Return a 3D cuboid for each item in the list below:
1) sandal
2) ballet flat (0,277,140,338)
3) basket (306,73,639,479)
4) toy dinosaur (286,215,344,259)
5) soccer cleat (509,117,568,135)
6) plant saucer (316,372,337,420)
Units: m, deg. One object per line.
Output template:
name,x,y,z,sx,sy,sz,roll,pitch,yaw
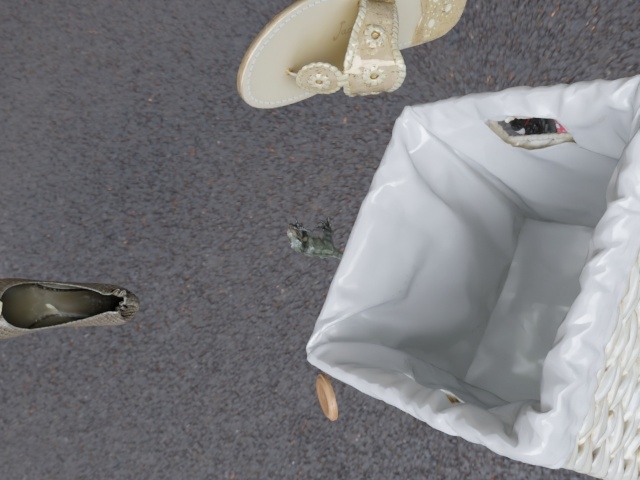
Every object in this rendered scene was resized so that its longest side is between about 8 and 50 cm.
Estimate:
sandal,0.051,-0.162,0.543,0.079,0.240,0.088,41,148,34
ballet flat,-0.365,0.090,0.900,0.058,0.250,0.084,-23,69,47
basket,0.214,0.050,0.680,0.266,0.328,0.331,29,79,-32
toy dinosaur,0.000,0.000,1.436,0.064,0.268,0.118,-52,49,22
soccer cleat,0.503,-0.235,1.443,0.117,0.318,0.108,17,117,-3
plant saucer,0.009,0.274,1.150,0.013,0.083,0.083,-14,95,-15
